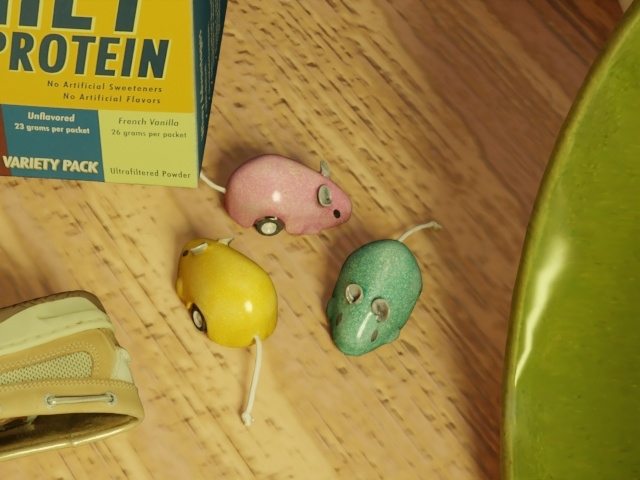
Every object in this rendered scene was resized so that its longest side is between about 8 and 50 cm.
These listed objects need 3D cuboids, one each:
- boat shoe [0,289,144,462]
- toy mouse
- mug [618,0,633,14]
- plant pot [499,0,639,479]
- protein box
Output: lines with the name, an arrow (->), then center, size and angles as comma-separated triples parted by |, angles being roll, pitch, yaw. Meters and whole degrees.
boat shoe -> -0.155, 0.077, 0.680 | 0.190, 0.068, 0.072 | -19, 67, -29
toy mouse -> 0.000, 0.000, 0.810 | 0.143, 0.031, 0.161 | -13, 52, -24
mug -> 0.277, -0.248, 0.981 | 0.328, 0.276, 0.374 | 14, 76, -11
plant pot -> 0.310, 0.072, 0.639 | 0.353, 0.366, 0.366 | 7, 45, -25
protein box -> -0.114, -0.167, 0.810 | 0.136, 0.199, 0.201 | 4, 46, 2
